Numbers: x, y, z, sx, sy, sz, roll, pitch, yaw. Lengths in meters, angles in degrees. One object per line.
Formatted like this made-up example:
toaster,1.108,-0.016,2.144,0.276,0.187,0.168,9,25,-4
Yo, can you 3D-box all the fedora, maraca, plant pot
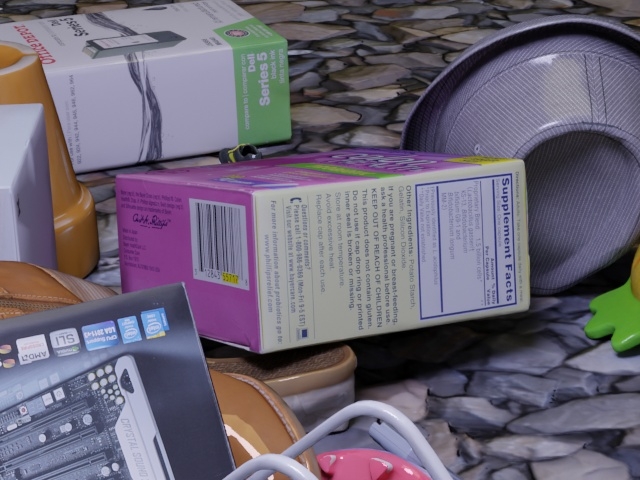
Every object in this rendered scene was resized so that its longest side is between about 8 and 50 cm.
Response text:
fedora,0.189,-0.049,1.525,0.243,0.275,0.124,12,46,-14
maraca,0.291,0.027,1.473,0.185,0.099,0.127,-34,20,-12
plant pot,-0.298,-0.066,1.611,0.205,0.188,0.205,-1,22,0

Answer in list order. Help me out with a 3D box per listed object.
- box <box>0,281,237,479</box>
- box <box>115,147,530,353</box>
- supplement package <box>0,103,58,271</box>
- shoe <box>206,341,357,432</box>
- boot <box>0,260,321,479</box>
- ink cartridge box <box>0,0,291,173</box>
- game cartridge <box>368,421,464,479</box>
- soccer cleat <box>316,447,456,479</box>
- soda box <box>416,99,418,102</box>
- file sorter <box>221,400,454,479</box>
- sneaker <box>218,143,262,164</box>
box,-0.187,0.171,0.949,0.307,0.243,0.076,-10,-14,-23
box,0.000,0.000,1.436,0.243,0.117,0.213,-7,9,-32
supplement package,-0.335,0.024,1.373,0.262,0.198,0.199,-2,21,-1
shoe,-0.081,0.116,1.325,0.219,0.058,0.076,-5,26,-4
boot,-0.149,0.097,1.151,0.283,0.109,0.220,44,19,31
ink cartridge box,-0.190,-0.163,1.945,0.272,0.115,0.198,-9,23,-19
game cartridge,0.072,0.149,1.217,0.083,0.017,0.056,37,-6,-34
soccer cleat,0.096,0.180,1.144,0.248,0.083,0.095,5,-9,31
soda box,0.189,-0.114,1.871,0.183,0.063,0.058,-9,22,-17
file sorter,-0.052,0.216,0.795,0.277,0.193,0.173,-27,-11,-46
sneaker,-0.074,-0.081,1.841,0.031,0.035,0.083,-13,24,-28
